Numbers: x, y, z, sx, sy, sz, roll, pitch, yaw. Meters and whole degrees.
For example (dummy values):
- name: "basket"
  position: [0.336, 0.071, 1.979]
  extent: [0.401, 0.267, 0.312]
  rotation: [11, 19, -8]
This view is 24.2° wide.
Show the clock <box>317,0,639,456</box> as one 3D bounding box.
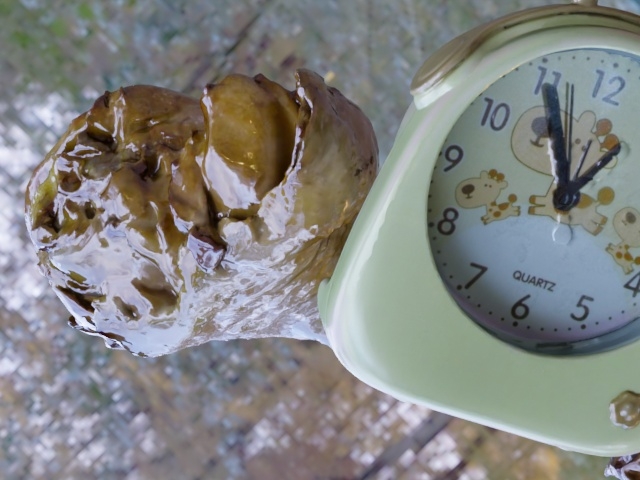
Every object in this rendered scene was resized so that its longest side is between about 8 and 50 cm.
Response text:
- name: "clock"
  position: [0.149, -0.035, 0.904]
  extent: [0.235, 0.308, 0.096]
  rotation: [19, -169, -10]

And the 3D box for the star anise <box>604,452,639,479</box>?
- name: "star anise"
  position: [0.277, 0.120, 1.154]
  extent: [0.196, 0.212, 0.111]
  rotation: [28, -135, 19]

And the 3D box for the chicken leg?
- name: "chicken leg"
  position: [0.000, 0.000, 1.034]
  extent: [0.409, 0.295, 0.182]
  rotation: [20, -125, -7]
